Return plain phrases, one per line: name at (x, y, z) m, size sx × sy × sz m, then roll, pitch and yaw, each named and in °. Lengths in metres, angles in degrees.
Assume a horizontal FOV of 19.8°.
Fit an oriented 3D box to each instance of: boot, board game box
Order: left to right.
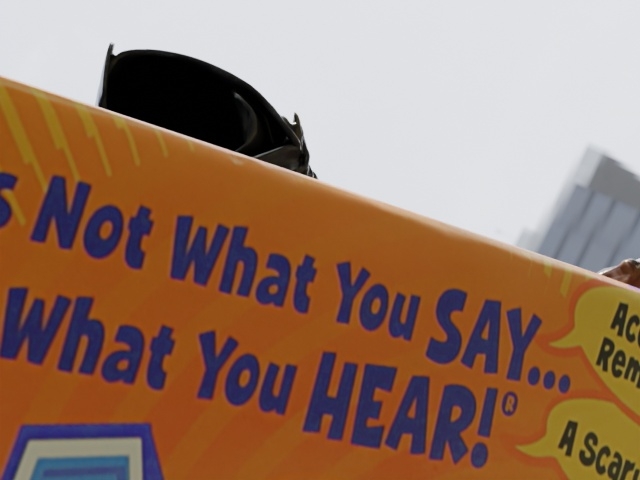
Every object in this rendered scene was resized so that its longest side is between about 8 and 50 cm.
board game box at (-0.140, 0.173, 0.489) m, size 0.356 × 0.356 × 0.356 m, roll 17°, pitch -107°, yaw -46°
boot at (0.000, 0.000, 0.657) m, size 0.137 × 0.198 × 0.077 m, roll 120°, pitch 161°, yaw -63°

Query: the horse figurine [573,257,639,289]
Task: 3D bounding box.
horse figurine at (0.222, 0.106, 0.728) m, size 0.174 × 0.066 × 0.263 m, roll -21°, pitch -84°, yaw -12°
